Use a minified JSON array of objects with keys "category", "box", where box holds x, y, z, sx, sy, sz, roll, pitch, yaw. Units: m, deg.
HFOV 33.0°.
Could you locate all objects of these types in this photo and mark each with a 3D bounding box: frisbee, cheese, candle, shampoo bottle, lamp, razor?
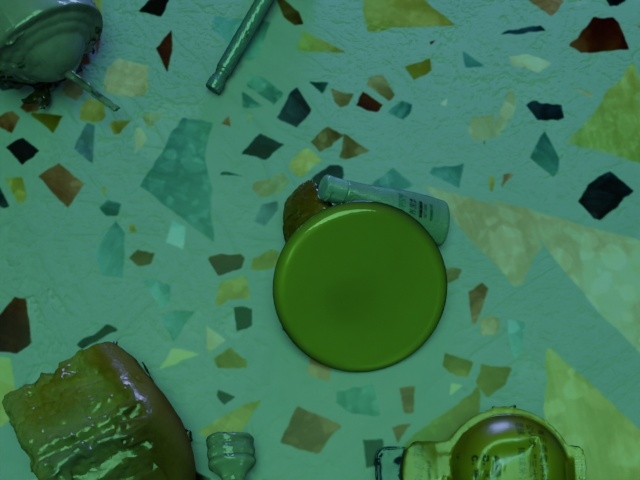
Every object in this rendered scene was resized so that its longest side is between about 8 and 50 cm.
[{"category":"frisbee","box":[0.054,0.064,1.429,0.235,0.017,0.236,-1,103,-5]},{"category":"cheese","box":[0.206,0.301,1.386,0.270,0.069,0.177,-3,72,3]},{"category":"candle","box":[-0.405,-0.310,1.524,0.187,0.187,0.330,-32,77,-9]},{"category":"shampoo bottle","box":[0.087,-0.048,1.468,0.190,0.041,0.069,16,66,-22]},{"category":"lamp","box":[-0.105,0.340,1.367,0.106,0.106,0.193,-6,64,-1]},{"category":"razor","box":[-0.101,-0.319,1.588,0.106,0.068,0.232,26,80,9]}]

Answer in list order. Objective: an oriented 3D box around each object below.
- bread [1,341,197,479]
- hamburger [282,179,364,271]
[{"category":"bread","box":[-0.262,0.263,1.360,0.204,0.162,0.262,-29,89,-19]},{"category":"hamburger","box":[-0.003,0.007,1.469,0.102,0.087,0.176,-32,78,-10]}]
